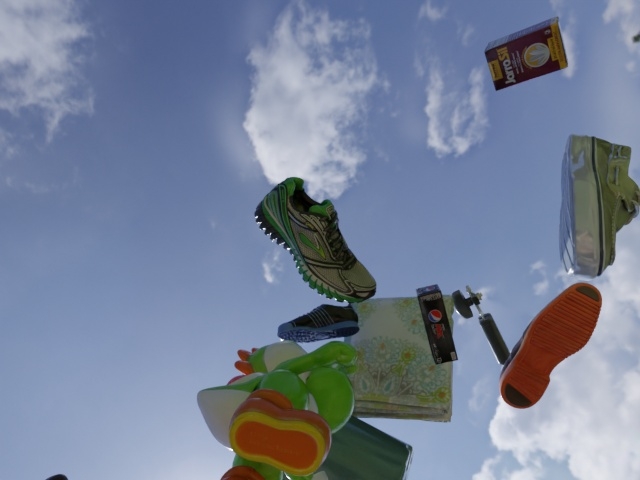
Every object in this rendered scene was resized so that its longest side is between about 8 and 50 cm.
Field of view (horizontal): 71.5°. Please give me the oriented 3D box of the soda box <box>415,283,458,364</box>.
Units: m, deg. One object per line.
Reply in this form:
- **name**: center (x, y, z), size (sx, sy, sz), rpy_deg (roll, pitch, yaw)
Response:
- **soda box**: center (0.263, 0.189, 1.009), size (0.053, 0.060, 0.169), rpy_deg (-14, -82, 8)

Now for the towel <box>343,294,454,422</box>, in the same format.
- **towel**: center (0.220, 0.329, 1.287), size (0.090, 0.320, 0.374), rpy_deg (62, -148, -45)

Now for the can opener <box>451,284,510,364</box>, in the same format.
- **can opener**: center (0.523, 0.271, 1.436), size (0.280, 0.093, 0.074), rpy_deg (59, -159, 1)

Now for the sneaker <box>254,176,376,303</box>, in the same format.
- **sneaker**: center (0.000, 0.000, 1.005), size (0.343, 0.146, 0.134), rpy_deg (45, -148, 7)

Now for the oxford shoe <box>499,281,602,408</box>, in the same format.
- **oxford shoe**: center (0.568, 0.251, 1.140), size (0.130, 0.133, 0.363), rpy_deg (31, -73, 6)

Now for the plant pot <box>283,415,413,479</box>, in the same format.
- **plant pot**: center (0.034, 0.573, 1.100), size (0.341, 0.334, 0.341), rpy_deg (-46, -37, -51)

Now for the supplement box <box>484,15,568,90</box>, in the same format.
- **supplement box**: center (0.253, -0.229, 0.547), size (0.055, 0.083, 0.043), rpy_deg (61, -141, -23)

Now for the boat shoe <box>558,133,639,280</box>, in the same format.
- **boat shoe**: center (0.391, -0.063, 0.620), size (0.302, 0.094, 0.109), rpy_deg (-61, -33, -40)

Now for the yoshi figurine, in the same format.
- **yoshi figurine**: center (-0.022, 0.237, 0.608), size (0.203, 0.362, 0.203), rpy_deg (-23, -86, 2)

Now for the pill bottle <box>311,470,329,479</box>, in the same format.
- **pill bottle**: center (0.013, 0.484, 0.758), size (0.086, 0.086, 0.152), rpy_deg (-10, -127, -33)

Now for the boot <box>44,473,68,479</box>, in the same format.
- **boot**: center (-0.535, 0.539, 0.887), size (0.090, 0.248, 0.207), rpy_deg (42, -74, -15)

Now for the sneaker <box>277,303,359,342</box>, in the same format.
- **sneaker**: center (-0.009, 0.228, 1.255), size (0.232, 0.081, 0.090), rpy_deg (-3, -132, -10)
